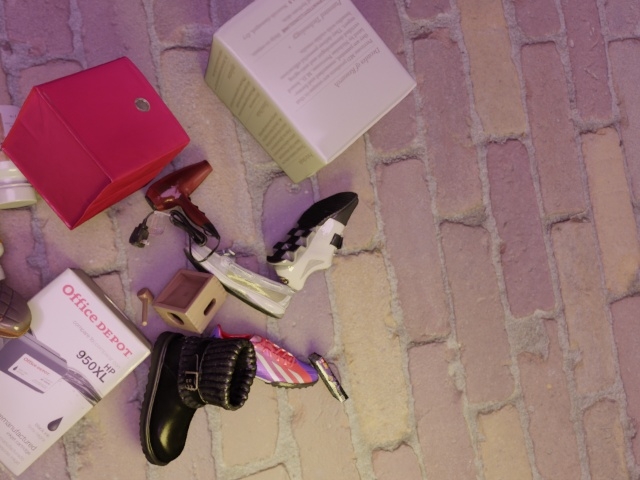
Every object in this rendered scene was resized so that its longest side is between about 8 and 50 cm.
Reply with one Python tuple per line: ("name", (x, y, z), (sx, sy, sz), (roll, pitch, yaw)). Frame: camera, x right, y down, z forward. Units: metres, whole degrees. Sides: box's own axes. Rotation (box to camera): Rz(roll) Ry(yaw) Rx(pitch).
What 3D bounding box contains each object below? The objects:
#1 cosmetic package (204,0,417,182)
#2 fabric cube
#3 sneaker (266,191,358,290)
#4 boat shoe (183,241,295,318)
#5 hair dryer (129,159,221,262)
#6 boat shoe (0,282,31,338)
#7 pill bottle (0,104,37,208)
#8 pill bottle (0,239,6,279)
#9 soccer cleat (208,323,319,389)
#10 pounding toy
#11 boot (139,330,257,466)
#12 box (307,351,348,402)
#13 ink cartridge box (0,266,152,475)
("cosmetic package", (-0.043, -0.412, 1.522), (0.327, 0.329, 0.394), (-44, 99, -14))
("fabric cube", (-0.518, -0.228, 1.371), (0.254, 0.259, 0.258), (53, 41, -6))
("sneaker", (0.000, 0.000, 1.632), (0.330, 0.122, 0.146), (-45, 123, -22))
("boat shoe", (-0.214, 0.091, 1.564), (0.320, 0.118, 0.103), (35, 73, -15))
("hair dryer", (-0.346, -0.083, 1.525), (0.223, 0.080, 0.294), (11, 66, -1))
("boat shoe", (-0.775, 0.152, 1.294), (0.324, 0.123, 0.117), (18, 118, 13))
("pill bottle", (-0.757, -0.198, 1.418), (0.131, 0.131, 0.230), (-11, 90, -15))
("pill bottle", (-0.833, -0.008, 1.385), (0.136, 0.136, 0.246), (-20, 93, -15))
("soccer cleat", (-0.147, 0.310, 1.565), (0.318, 0.108, 0.117), (15, 96, -10))
("pounding toy", (-0.371, 0.170, 1.501), (0.181, 0.206, 0.094), (-57, 138, -33))
("boot", (-0.296, 0.396, 1.439), (0.260, 0.131, 0.348), (5, 89, 25))
("box", (0.020, 0.374, 1.619), (0.027, 0.094, 0.137), (-33, 96, -14))
("ink cartridge box", (-0.644, 0.294, 1.405), (0.395, 0.166, 0.285), (-44, 98, -14))
